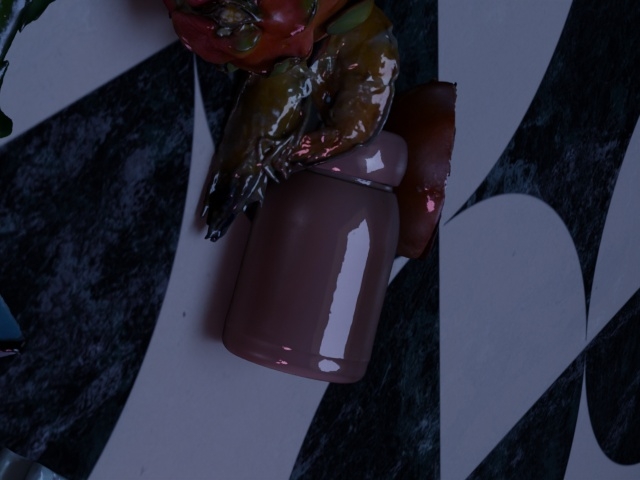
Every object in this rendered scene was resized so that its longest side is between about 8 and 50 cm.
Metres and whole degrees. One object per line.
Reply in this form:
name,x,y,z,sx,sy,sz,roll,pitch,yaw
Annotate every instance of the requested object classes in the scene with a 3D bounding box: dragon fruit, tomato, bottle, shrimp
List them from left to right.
dragon fruit,-0.059,-0.265,1.676,0.227,0.224,0.224,-49,143,-28
shrimp,-0.022,-0.126,1.872,0.317,0.164,0.062,-62,168,2
bottle,0.000,0.000,1.976,0.206,0.173,0.297,-102,-155,-86
tomato,0.097,-0.096,2.096,0.199,0.112,0.228,108,-12,-55

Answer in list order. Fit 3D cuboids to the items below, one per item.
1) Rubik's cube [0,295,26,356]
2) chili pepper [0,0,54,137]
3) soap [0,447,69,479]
Rubik's cube,-0.425,0.062,1.390,0.234,0.284,0.250,-16,155,-34
chili pepper,-0.268,-0.202,1.491,0.253,0.083,0.099,-69,160,0
soap,-0.310,0.319,1.704,0.198,0.066,0.119,-65,148,-13
